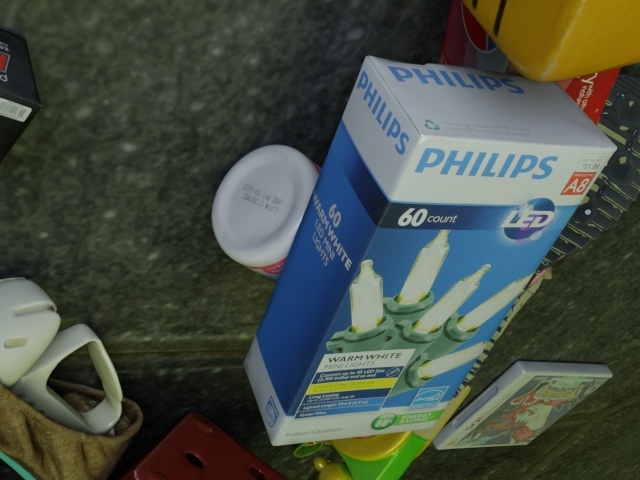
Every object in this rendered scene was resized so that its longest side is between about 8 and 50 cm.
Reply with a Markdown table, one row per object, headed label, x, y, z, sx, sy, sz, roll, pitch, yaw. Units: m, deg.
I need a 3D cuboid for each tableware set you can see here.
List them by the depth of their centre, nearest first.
| label | x | y | z | sx | sy | sz | roll | pitch | yaw |
| --- | --- | --- | --- | --- | --- | --- | --- | --- | --- |
| tableware set | 0.045 | 0.218 | 0.986 | 0.154 | 0.024 | 0.104 | -9 | 142 | -23 |

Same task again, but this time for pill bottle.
| label | x | y | z | sx | sy | sz | roll | pitch | yaw |
| --- | --- | --- | --- | --- | --- | --- | --- | --- | --- |
| pill bottle | 0.000 | 0.000 | 0.617 | 0.087 | 0.087 | 0.160 | -37 | 144 | 16 |

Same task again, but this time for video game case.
| label | x | y | z | sx | sy | sz | roll | pitch | yaw |
| --- | --- | --- | --- | --- | --- | --- | --- | --- | --- |
| video game case | 0.277 | 0.227 | 1.143 | 0.201 | 0.023 | 0.183 | 8 | 133 | -39 |

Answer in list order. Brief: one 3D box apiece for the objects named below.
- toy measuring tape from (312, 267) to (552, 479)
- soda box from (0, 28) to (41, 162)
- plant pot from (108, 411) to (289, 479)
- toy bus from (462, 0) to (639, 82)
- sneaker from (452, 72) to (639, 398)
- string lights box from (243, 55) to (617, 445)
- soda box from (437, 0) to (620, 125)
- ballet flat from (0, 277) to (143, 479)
| label | x | y | z | sx | sy | sz | roll | pitch | yaw |
| --- | --- | --- | --- | --- | --- | --- | --- | --- | --- |
| toy measuring tape | 0.097 | 0.125 | 0.861 | 0.330 | 0.121 | 0.121 | -52 | 143 | -2 |
| soda box | -0.221 | -0.089 | 0.386 | 0.169 | 0.060 | 0.053 | 18 | 128 | -46 |
| plant pot | -0.134 | 0.320 | 0.764 | 0.236 | 0.267 | 0.267 | -55 | 177 | 9 |
| toy bus | 0.128 | -0.203 | 0.250 | 0.108 | 0.130 | 0.333 | -14 | 143 | -13 |
| sneaker | 0.148 | -0.011 | 0.705 | 0.112 | 0.131 | 0.319 | 41 | 98 | -8 |
| string lights box | 0.053 | 0.018 | 0.529 | 0.133 | 0.077 | 0.260 | 0 | 134 | -26 |
| soda box | 0.141 | -0.176 | 0.478 | 0.092 | 0.083 | 0.263 | -13 | 144 | -15 |
| ballet flat | -0.222 | 0.100 | 0.607 | 0.124 | 0.116 | 0.342 | -43 | 147 | -10 |
